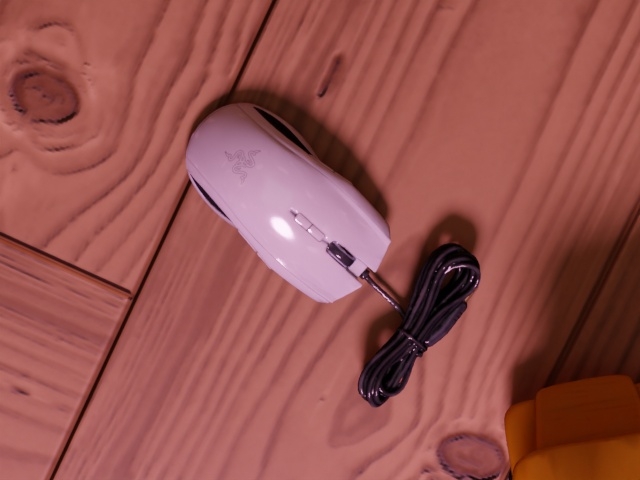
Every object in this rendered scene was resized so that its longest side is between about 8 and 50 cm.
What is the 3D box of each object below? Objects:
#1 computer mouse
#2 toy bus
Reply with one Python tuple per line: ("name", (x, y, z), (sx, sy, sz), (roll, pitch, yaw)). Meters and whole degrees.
("computer mouse", (0.000, 0.000, 1.052), (0.193, 0.042, 0.106), (41, 95, -8))
("toy bus", (0.168, 0.219, 0.963), (0.108, 0.130, 0.333), (-10, 56, 6))
